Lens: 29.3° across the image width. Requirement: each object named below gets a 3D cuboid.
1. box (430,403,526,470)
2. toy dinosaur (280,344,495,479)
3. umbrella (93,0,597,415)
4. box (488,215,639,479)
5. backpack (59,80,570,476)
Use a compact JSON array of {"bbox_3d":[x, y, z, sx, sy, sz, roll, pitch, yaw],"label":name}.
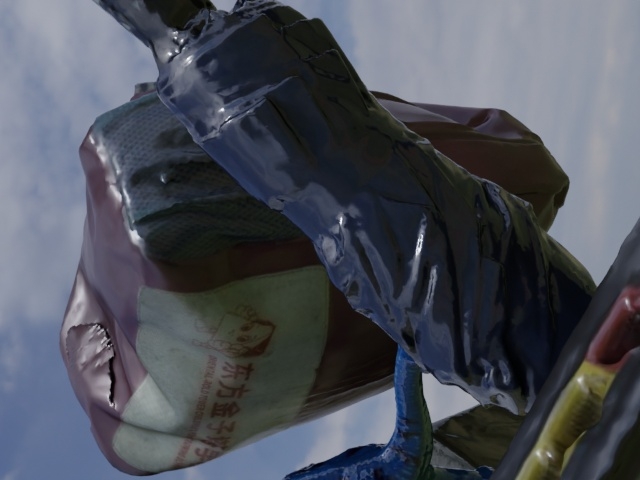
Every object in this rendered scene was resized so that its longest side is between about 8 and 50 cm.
[{"bbox_3d":[0.179,0.210,0.925,0.231,0.149,0.155,-14,-53,-45],"label":"box"},{"bbox_3d":[0.015,0.169,0.710,0.329,0.144,0.076,-46,28,33],"label":"toy dinosaur"},{"bbox_3d":[-0.009,-0.034,0.407,0.071,0.248,0.071,-51,5,6],"label":"umbrella"},{"bbox_3d":[0.162,0.086,0.374,0.350,0.211,0.058,-58,15,-5],"label":"box"},{"bbox_3d":[0.000,0.000,0.779,0.197,0.317,0.283,65,155,23],"label":"backpack"}]
